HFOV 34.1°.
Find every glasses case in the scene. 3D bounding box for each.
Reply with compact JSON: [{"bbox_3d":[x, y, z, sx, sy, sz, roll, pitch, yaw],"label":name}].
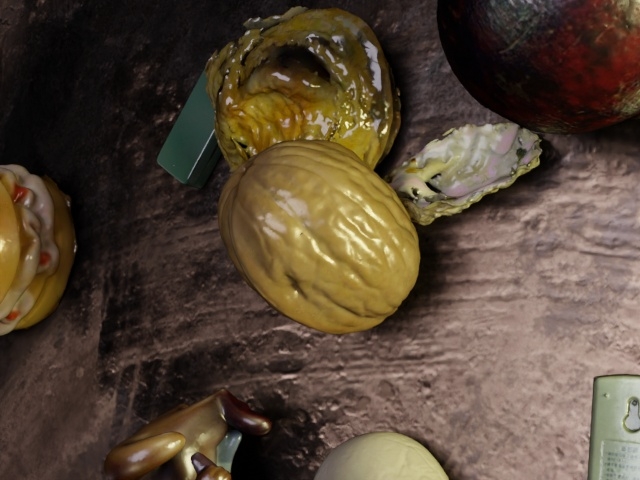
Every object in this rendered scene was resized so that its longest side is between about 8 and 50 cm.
[{"bbox_3d":[-0.163,-0.171,1.502,0.077,0.039,0.184,38,104,33],"label":"glasses case"}]

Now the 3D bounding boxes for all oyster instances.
[{"bbox_3d":[0.170,-0.073,1.247,0.209,0.072,0.133,-25,39,14],"label":"oyster"}]

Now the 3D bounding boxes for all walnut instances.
[{"bbox_3d":[0.000,0.000,1.248,0.261,0.225,0.225,44,113,-12],"label":"walnut"}]

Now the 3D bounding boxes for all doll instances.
[{"bbox_3d":[-0.124,0.354,1.300,0.209,0.318,0.340,-22,78,-10],"label":"doll"}]

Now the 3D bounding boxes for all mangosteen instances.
[{"bbox_3d":[0.242,-0.281,1.066,0.359,0.306,0.306,46,112,-6],"label":"mangosteen"}]

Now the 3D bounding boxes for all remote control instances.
[{"bbox_3d":[0.331,0.259,1.103,0.098,0.038,0.234,0,82,34],"label":"remote control"}]

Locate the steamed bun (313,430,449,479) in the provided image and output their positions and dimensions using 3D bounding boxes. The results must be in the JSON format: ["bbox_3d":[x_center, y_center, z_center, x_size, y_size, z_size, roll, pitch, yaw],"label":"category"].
[{"bbox_3d":[0.071,0.336,1.212,0.177,0.130,0.228,-34,63,24],"label":"steamed bun"}]

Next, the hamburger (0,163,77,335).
[{"bbox_3d":[-0.541,0.007,1.616,0.276,0.236,0.277,-4,83,33],"label":"hamburger"}]

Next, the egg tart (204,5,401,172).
[{"bbox_3d":[-0.043,-0.173,1.360,0.297,0.132,0.297,5,100,31],"label":"egg tart"}]
